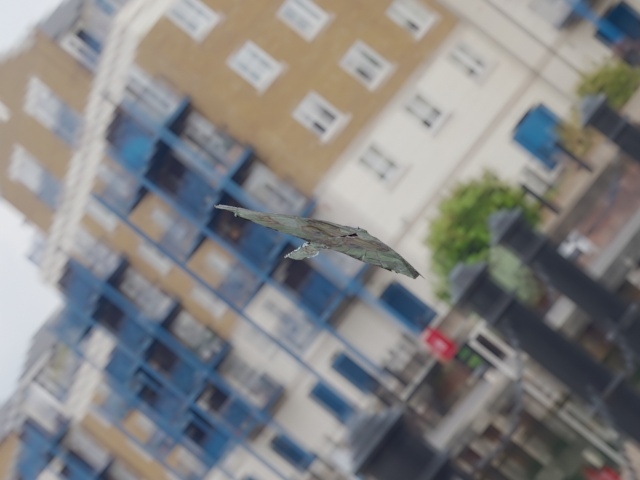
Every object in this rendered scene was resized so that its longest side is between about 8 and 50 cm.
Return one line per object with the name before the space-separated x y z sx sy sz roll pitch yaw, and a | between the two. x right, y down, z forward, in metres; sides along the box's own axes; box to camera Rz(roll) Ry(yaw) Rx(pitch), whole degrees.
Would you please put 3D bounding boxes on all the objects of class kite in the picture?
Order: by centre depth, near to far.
kite | 0.000 0.001 1.682 0.250 0.229 0.012 156 132 -71
